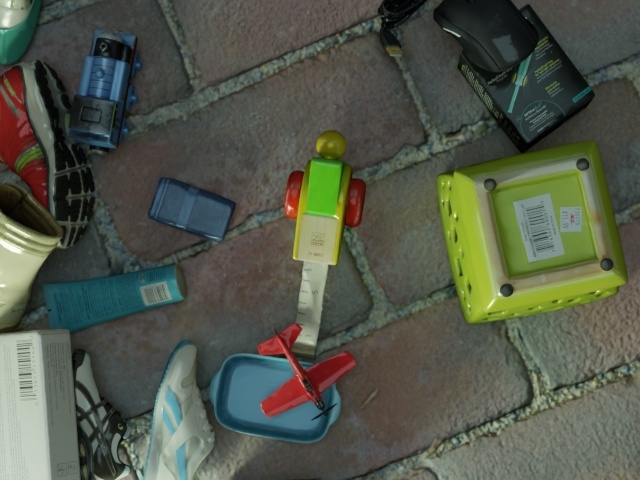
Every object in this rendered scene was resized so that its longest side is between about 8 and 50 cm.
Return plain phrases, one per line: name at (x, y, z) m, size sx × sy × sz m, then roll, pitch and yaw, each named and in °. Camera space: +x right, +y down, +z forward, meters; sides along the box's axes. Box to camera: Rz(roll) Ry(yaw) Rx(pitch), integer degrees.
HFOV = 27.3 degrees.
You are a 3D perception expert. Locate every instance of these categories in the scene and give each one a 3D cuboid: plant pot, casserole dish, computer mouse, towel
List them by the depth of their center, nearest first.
plant pot at (0.289, -0.013, 1.789) m, size 0.227 × 0.207 × 0.228 m, roll -12°, pitch 86°, yaw 2°
computer mouse at (0.174, -0.303, 1.817) m, size 0.184 × 0.060 × 0.262 m, roll -31°, pitch 44°, yaw 3°
casserole dish at (-0.064, 0.223, 1.875) m, size 0.188 × 0.037 × 0.114 m, roll 9°, pitch 87°, yaw 4°
towel at (-0.186, -0.044, 1.903) m, size 0.119 × 0.029 × 0.067 m, roll 20°, pitch 87°, yaw 5°

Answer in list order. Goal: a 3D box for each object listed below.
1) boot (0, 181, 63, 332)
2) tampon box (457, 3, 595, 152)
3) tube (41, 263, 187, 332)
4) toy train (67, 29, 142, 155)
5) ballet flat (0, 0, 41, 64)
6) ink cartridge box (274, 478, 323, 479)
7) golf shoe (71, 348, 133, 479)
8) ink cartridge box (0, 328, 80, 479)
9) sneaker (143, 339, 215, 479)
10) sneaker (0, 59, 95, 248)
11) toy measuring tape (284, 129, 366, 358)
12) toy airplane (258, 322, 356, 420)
boot at (-0.501, -0.013, 1.840) m, size 0.262 × 0.095 × 0.203 m, roll 35°, pitch 122°, yaw 1°
tampon box at (0.288, -0.226, 1.855) m, size 0.120 × 0.101 × 0.161 m, roll -35°, pitch 84°, yaw 0°
tube at (-0.298, 0.081, 1.894) m, size 0.207 × 0.052 × 0.080 m, roll -12°, pitch 81°, yaw 7°
toy train at (-0.307, -0.215, 1.883) m, size 0.080 × 0.105 × 0.184 m, roll 10°, pitch 87°, yaw 3°
ballet flat at (-0.443, -0.381, 1.911) m, size 0.083 × 0.087 × 0.247 m, roll 16°, pitch 87°, yaw 2°
ink cartridge box at (-0.049, 0.366, 1.830) m, size 0.180 × 0.104 × 0.060 m, roll -3°, pitch 85°, yaw 2°
golf shoe at (-0.316, 0.250, 1.876) m, size 0.094 × 0.077 × 0.198 m, roll -5°, pitch 89°, yaw -13°
ink cartridge box at (-0.458, 0.281, 1.867) m, size 0.261 × 0.066 × 0.296 m, roll -7°, pitch 85°, yaw 34°
sneaker at (-0.192, 0.255, 1.861) m, size 0.092 × 0.087 × 0.229 m, roll 8°, pitch 93°, yaw -4°
sneaker at (-0.409, -0.117, 1.901) m, size 0.118 × 0.107 × 0.279 m, roll -16°, pitch 82°, yaw 20°
toy measuring tape at (0.000, 0.000, 1.873) m, size 0.121 × 0.121 × 0.330 m, roll 8°, pitch 109°, yaw 3°
toy airplane at (-0.029, 0.180, 1.844) m, size 0.151 × 0.028 × 0.151 m, roll 0°, pitch 86°, yaw 4°
